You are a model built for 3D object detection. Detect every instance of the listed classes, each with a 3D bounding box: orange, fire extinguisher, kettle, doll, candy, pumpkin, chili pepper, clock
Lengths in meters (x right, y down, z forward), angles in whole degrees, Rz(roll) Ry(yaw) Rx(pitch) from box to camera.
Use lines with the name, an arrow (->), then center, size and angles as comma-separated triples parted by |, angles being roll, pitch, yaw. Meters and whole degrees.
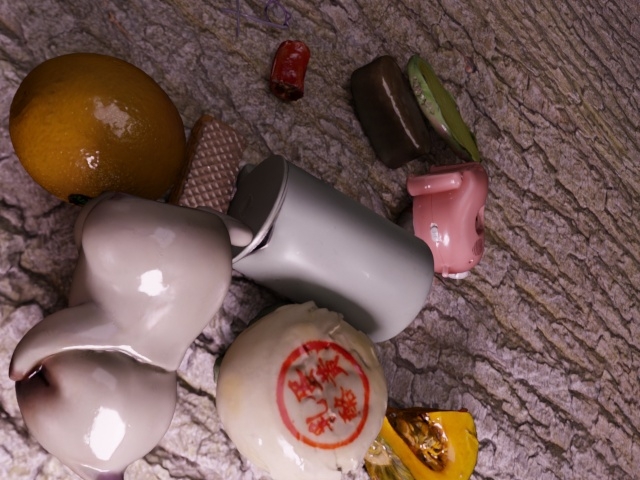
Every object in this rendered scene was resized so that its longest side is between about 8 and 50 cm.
orange -> -0.306, -0.147, 0.861 | 0.236, 0.236, 0.236 | 14, 66, -34
fire extinguisher -> 0.180, -0.022, 1.309 | 0.062, 0.050, 0.177 | 52, 51, -26
kettle -> 0.009, -0.004, 1.043 | 0.318, 0.205, 0.265 | 28, 49, -26
doll -> -0.240, 0.095, 0.759 | 0.226, 0.215, 0.370 | 35, 77, -38
candy -> 0.151, -0.277, 1.342 | 0.102, 0.104, 0.234 | -31, 95, -45
pumpkin -> 0.156, 0.333, 1.107 | 0.190, 0.139, 0.280 | -42, 105, -35
chili pepper -> -0.059, -0.339, 1.223 | 0.070, 0.073, 0.123 | 66, 31, -62
clock -> 0.287, -0.039, 1.304 | 0.227, 0.142, 0.241 | -26, 110, -61

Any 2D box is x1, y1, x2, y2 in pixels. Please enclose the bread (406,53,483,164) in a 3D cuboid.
bread -> 0.289, -0.298, 1.439 | 0.301, 0.045, 0.301 | 42, 30, -33

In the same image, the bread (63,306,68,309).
bread -> -0.311, 0.098, 0.896 | 0.154, 0.028, 0.068 | -42, 102, -40

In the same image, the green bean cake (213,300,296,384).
green bean cake -> -0.061, 0.213, 1.016 | 0.185, 0.094, 0.183 | 49, 52, -8

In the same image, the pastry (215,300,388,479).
pastry -> -0.021, 0.219, 0.900 | 0.265, 0.133, 0.264 | 16, 60, -30

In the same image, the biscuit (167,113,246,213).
biscuit -> -0.204, -0.041, 0.994 | 0.094, 0.054, 0.378 | 32, 53, -31

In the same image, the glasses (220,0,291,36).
glasses -> -0.136, -0.453, 1.206 | 0.140, 0.062, 0.104 | 51, 52, -11
